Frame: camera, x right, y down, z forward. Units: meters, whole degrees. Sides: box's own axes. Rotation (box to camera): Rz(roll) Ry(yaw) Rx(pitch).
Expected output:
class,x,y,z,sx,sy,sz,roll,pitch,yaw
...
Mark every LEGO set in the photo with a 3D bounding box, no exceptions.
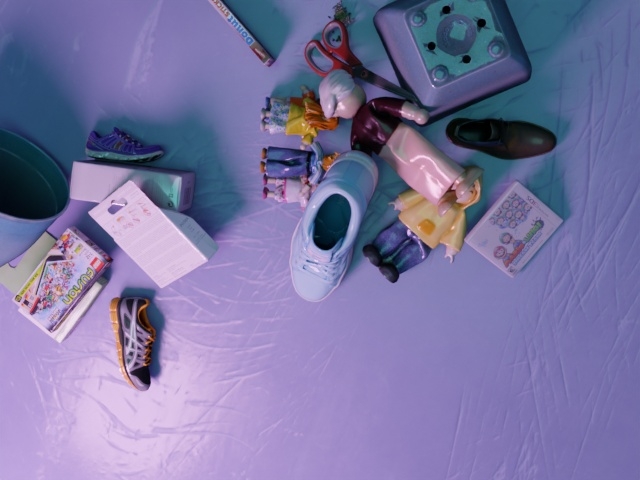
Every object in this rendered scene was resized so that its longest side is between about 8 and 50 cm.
class,x,y,z,sx,sy,sz,roll,pitch,yaw
LEGO set,0.041,-0.441,1.601,0.054,0.023,0.083,24,114,5

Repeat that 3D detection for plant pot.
class,x,y,z,sx,sy,sz,roll,pitch,yaw
plant pot,-0.701,-0.058,1.643,0.271,0.271,0.255,43,117,-1
plant pot,0.244,-0.368,1.467,0.247,0.252,0.248,-23,95,11

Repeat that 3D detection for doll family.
class,x,y,z,sx,sy,sz,roll,pitch,yaw
doll family,-0.036,-0.186,1.586,0.163,0.118,0.263,2,92,5

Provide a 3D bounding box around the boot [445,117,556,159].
class,x,y,z,sx,sy,sz,roll,pitch,yaw
boot,0.355,-0.198,1.551,0.219,0.106,0.082,6,99,7

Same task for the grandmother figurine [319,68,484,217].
class,x,y,z,sx,sy,sz,roll,pitch,yaw
grandmother figurine,0.132,-0.192,1.504,0.342,0.104,0.208,42,125,3

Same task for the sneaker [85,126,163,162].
class,x,y,z,sx,sy,sz,roll,pitch,yaw
sneaker,-0.414,-0.201,1.671,0.170,0.068,0.071,7,94,7

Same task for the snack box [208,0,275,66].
class,x,y,z,sx,sy,sz,roll,pitch,yaw
snack box,-0.160,-0.426,1.604,0.022,0.064,0.178,-41,92,9

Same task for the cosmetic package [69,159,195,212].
class,x,y,z,sx,sy,sz,roll,pitch,yaw
cosmetic package,-0.388,-0.116,1.655,0.231,0.117,0.085,9,99,4

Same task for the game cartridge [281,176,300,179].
class,x,y,z,sx,sy,sz,roll,pitch,yaw
game cartridge,-0.055,-0.123,1.661,0.056,0.017,0.083,-4,98,4

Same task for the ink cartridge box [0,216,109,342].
class,x,y,z,sx,sy,sz,roll,pitch,yaw
ink cartridge box,-0.608,0.086,1.745,0.235,0.056,0.171,38,101,-1

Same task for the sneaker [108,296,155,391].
class,x,y,z,sx,sy,sz,roll,pitch,yaw
sneaker,-0.396,0.223,1.725,0.083,0.084,0.215,-11,96,4

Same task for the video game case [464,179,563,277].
class,x,y,z,sx,sy,sz,roll,pitch,yaw
video game case,0.387,-0.021,1.589,0.143,0.019,0.157,35,100,-23

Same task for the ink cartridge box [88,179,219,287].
class,x,y,z,sx,sy,sz,roll,pitch,yaw
ink cartridge box,-0.343,-0.020,1.631,0.181,0.056,0.225,-28,109,41

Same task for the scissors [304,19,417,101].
class,x,y,z,sx,sy,sz,roll,pitch,yaw
scissors,0.070,-0.318,1.534,0.109,0.021,0.297,-50,58,19

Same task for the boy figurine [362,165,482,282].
class,x,y,z,sx,sy,sz,roll,pitch,yaw
boy figurine,0.225,-0.036,1.602,0.285,0.092,0.177,-41,88,13

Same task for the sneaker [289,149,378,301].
class,x,y,z,sx,sy,sz,roll,pitch,yaw
sneaker,0.000,0.000,1.550,0.135,0.150,0.366,23,128,9

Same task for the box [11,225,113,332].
class,x,y,z,sx,sy,sz,roll,pitch,yaw
box,-0.548,0.083,1.690,0.114,0.036,0.207,40,100,-1
